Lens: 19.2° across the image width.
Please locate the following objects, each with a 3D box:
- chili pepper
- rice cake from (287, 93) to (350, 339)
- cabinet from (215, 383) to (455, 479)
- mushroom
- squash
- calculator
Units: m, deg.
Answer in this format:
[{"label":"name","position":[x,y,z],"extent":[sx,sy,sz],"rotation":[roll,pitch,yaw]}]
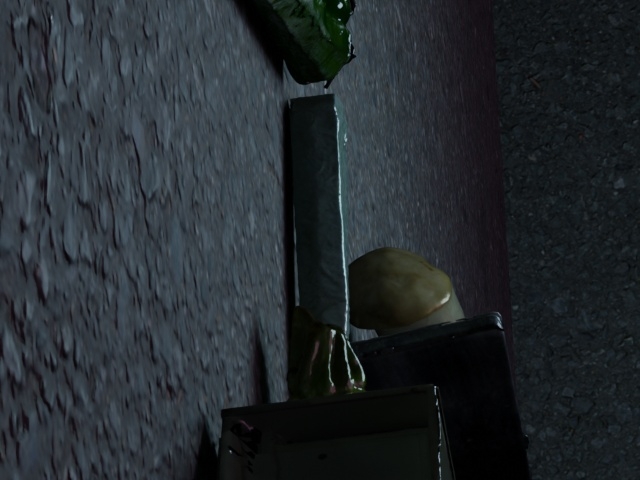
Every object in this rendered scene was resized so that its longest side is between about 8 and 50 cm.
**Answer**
[{"label":"chili pepper","position":[-0.024,-0.175,1.404],"extent":[0.227,0.059,0.088],"rotation":[24,66,-76]},{"label":"rice cake","position":[0.000,0.000,1.470],"extent":[0.042,0.045,0.245],"rotation":[59,27,-67]},{"label":"cabinet","position":[0.016,0.218,1.150],"extent":[0.145,0.150,0.206],"rotation":[-88,168,-55]},{"label":"mushroom","position":[0.104,0.159,1.720],"extent":[0.122,0.159,0.328],"rotation":[-30,121,-29]},{"label":"squash","position":[0.014,0.193,1.339],"extent":[0.137,0.137,0.287],"rotation":[-70,142,-67]},{"label":"calculator","position":[0.093,0.166,1.590],"extent":[0.021,0.161,0.261],"rotation":[-101,179,-45]}]
